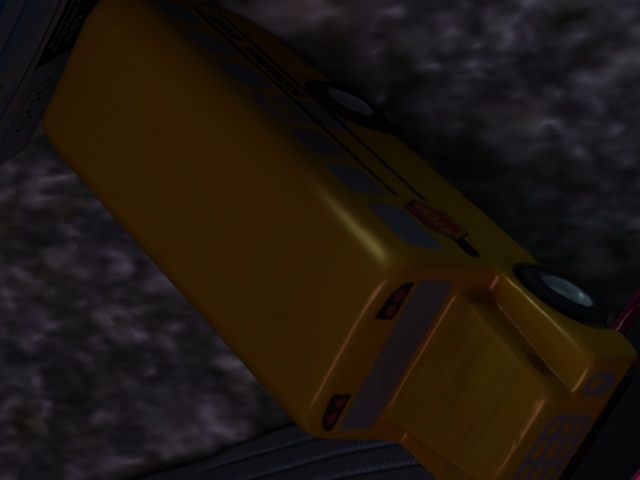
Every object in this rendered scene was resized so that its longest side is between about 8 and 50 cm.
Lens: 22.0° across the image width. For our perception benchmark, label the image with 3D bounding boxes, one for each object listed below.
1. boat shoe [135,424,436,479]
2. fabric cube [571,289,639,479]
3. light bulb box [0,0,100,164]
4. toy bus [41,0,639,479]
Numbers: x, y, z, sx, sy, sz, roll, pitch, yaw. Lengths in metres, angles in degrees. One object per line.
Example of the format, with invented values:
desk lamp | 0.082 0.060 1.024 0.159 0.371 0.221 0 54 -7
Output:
boat shoe | -0.037 0.183 0.997 0.302 0.109 0.094 -15 119 28
fabric cube | 0.219 0.196 0.839 0.258 0.259 0.254 35 112 0
light bulb box | -0.232 -0.192 0.769 0.225 0.361 0.358 32 113 3
toy bus | 0.000 0.000 0.831 0.333 0.130 0.108 45 115 38
